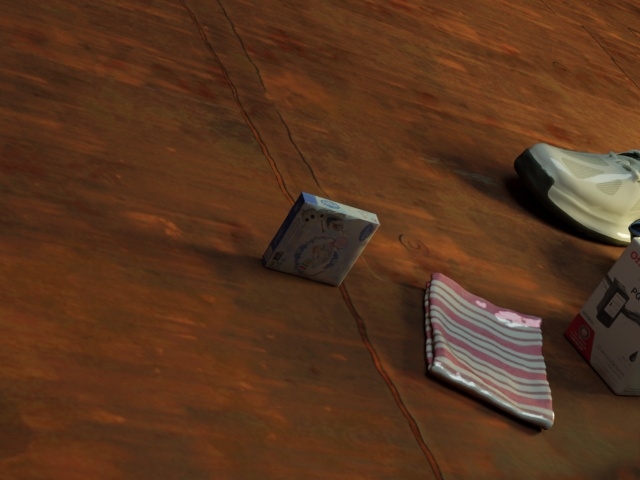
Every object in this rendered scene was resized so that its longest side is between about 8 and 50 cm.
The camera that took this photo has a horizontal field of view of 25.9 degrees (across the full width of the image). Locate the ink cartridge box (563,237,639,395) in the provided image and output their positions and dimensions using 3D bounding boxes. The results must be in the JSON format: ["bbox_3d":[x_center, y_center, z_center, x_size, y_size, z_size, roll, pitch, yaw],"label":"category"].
[{"bbox_3d":[0.365,0.086,1.588,0.063,0.150,0.109,7,34,-40],"label":"ink cartridge box"}]

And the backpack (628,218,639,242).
[{"bbox_3d":[0.490,0.034,1.856,0.173,0.116,0.158,21,20,23],"label":"backpack"}]

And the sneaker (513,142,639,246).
[{"bbox_3d":[0.501,-0.120,1.980,0.448,0.257,0.169,15,30,-29],"label":"sneaker"}]

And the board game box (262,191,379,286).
[{"bbox_3d":[0.000,0.000,1.426,0.090,0.090,0.020,17,32,-27],"label":"board game box"}]

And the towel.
[{"bbox_3d":[0.179,0.113,1.485,0.144,0.029,0.197,25,26,-9],"label":"towel"}]
